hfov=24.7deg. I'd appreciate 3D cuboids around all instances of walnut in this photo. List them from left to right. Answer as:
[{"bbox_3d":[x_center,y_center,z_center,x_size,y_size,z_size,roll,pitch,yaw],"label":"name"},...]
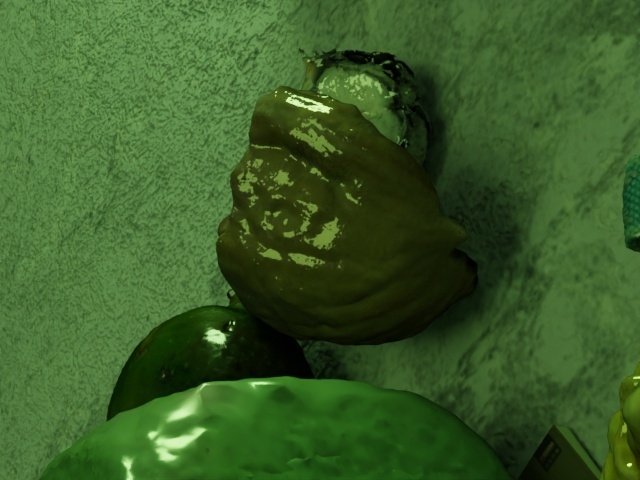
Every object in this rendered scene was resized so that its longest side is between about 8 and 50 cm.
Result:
[{"bbox_3d":[0.008,0.008,1.115,0.204,0.141,0.238,39,162,13],"label":"walnut"}]

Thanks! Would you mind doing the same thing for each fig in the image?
[{"bbox_3d":[-0.074,0.130,1.241,0.195,0.195,0.245,-40,16,43],"label":"fig"}]

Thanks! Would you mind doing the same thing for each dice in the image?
[{"bbox_3d":[-0.034,0.299,0.971,0.330,0.318,0.322,-51,45,44],"label":"dice"}]

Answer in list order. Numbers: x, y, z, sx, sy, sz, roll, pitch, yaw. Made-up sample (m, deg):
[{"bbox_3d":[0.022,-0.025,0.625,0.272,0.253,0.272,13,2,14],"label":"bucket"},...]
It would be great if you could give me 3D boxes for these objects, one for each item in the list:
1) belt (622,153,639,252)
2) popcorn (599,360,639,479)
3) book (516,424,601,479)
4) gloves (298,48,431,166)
[{"bbox_3d":[0.285,-0.033,0.819,0.302,0.087,0.072,-8,79,54],"label":"belt"},{"bbox_3d":[0.226,0.110,0.771,0.226,0.203,0.200,-40,56,31],"label":"popcorn"},{"bbox_3d":[0.176,0.238,0.968,0.138,0.016,0.199,-62,38,24],"label":"book"},{"bbox_3d":[0.035,-0.102,1.215,0.153,0.070,0.114,29,97,47],"label":"gloves"}]
